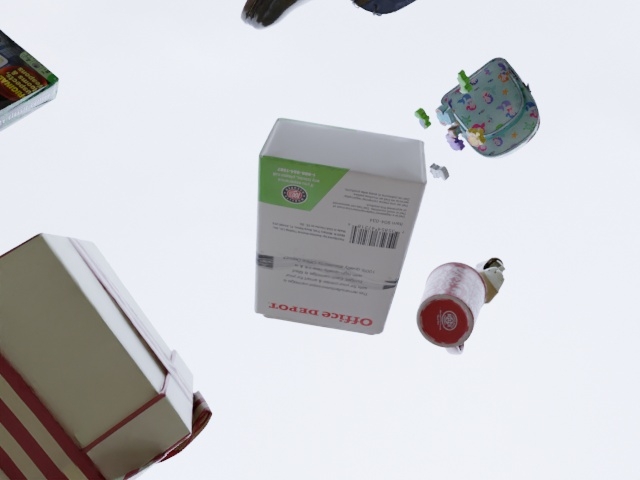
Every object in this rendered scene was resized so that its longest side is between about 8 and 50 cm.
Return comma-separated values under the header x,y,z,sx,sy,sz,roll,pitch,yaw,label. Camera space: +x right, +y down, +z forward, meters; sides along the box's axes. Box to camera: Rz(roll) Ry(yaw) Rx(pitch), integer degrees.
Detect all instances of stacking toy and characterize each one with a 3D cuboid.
x,y,z,sx,sy,sz,roll,pitch,yaw,label
0.319,-0.279,1.183,0.167,0.221,0.052,-43,-142,-14,stacking toy

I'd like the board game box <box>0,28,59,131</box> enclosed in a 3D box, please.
x,y,z,sx,sy,sz,roll,pitch,yaw,label
-0.323,-0.158,0.300,0.259,0.030,0.136,40,-131,-12,board game box

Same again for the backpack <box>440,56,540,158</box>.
x,y,z,sx,sy,sz,roll,pitch,yaw,label
0.494,-0.365,1.366,0.225,0.191,0.254,-33,-96,24,backpack

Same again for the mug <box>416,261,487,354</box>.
x,y,z,sx,sy,sz,roll,pitch,yaw,label
0.238,0.126,0.836,0.113,0.169,0.150,-34,-93,24,mug

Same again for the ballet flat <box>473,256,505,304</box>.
x,y,z,sx,sy,sz,roll,pitch,yaw,label
0.401,0.083,1.138,0.073,0.232,0.080,-37,-91,24,ballet flat

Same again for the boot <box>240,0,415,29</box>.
x,y,z,sx,sy,sz,roll,pitch,yaw,label
0.027,-0.244,0.461,0.219,0.082,0.106,-27,-73,27,boot

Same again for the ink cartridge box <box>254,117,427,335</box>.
x,y,z,sx,sy,sz,roll,pitch,yaw,label
0.017,-0.010,0.665,0.198,0.273,0.115,10,-140,1,ink cartridge box

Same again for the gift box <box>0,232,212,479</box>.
x,y,z,sx,sy,sz,roll,pitch,yaw,label
-0.282,0.166,0.475,0.255,0.276,0.258,-35,-83,-8,gift box
